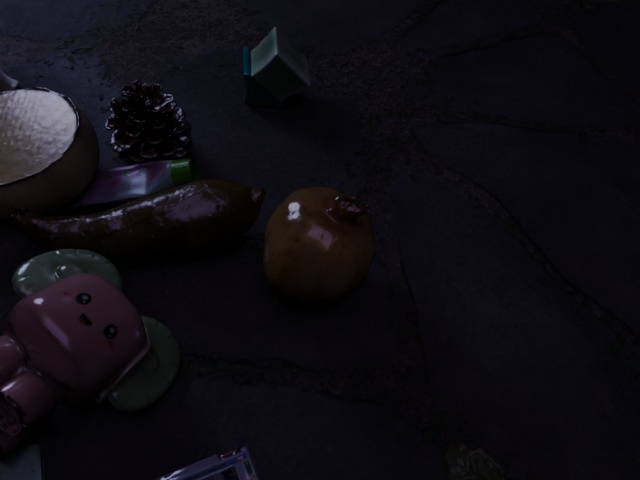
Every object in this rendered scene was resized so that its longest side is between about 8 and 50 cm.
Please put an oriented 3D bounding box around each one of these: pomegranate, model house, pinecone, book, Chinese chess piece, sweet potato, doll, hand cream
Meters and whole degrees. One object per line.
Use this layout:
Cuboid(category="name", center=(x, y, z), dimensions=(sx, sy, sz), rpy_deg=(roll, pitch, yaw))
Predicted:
Cuboid(category="pomegranate", center=(-0.007, 0.009, 0.903), dimensions=(0.207, 0.207, 0.207), rpy_deg=(5, 56, -8))
Cuboid(category="model house", center=(-0.116, -0.377, 1.184), dimensions=(0.127, 0.149, 0.100), rpy_deg=(34, 38, -44))
Cuboid(category="pinecone", center=(-0.335, -0.227, 1.010), dimensions=(0.163, 0.165, 0.162), rpy_deg=(2, 58, -2))
Cuboid(category="book", center=(-0.417, 0.350, 0.695), dimensions=(0.103, 0.017, 0.135), rpy_deg=(-11, 60, -17))
Cuboid(category="Chinese chess piece", center=(-0.534, -0.158, 0.937), dimensions=(0.257, 0.104, 0.257), rpy_deg=(-1, 56, 1))
Cuboid(category="sweet potato", center=(-0.302, -0.029, 0.913), dimensions=(0.423, 0.130, 0.130), rpy_deg=(-9, 59, -11))
Cuboid(category="doll", center=(-0.365, 0.153, 0.761), dimensions=(0.284, 0.216, 0.268), rpy_deg=(50, 35, 3))
Cuboid(category="hand cream", center=(-0.365, -0.105, 0.966), dimensions=(0.275, 0.050, 0.079), rpy_deg=(-9, 30, 5))

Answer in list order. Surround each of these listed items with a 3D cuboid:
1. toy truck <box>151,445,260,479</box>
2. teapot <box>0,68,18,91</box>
Cuboid(category="toy truck", center=(-0.196, 0.384, 0.656), dimensions=(0.268, 0.124, 0.155), rpy_deg=(-14, 53, -22))
Cuboid(category="teapot", center=(-0.749, -0.351, 1.060), dimensions=(0.227, 0.092, 0.145), rpy_deg=(2, 55, -6))
